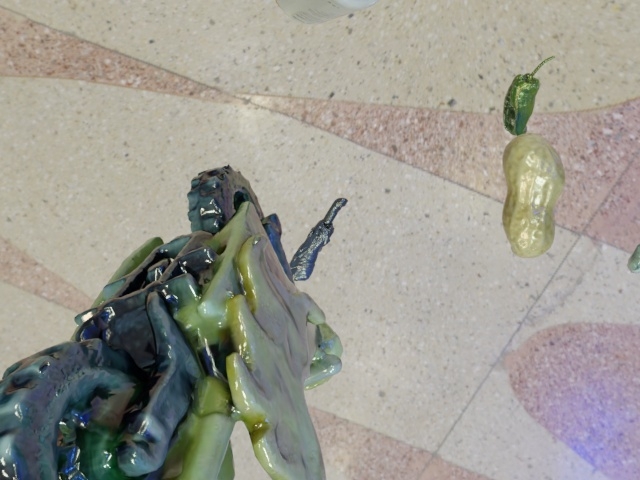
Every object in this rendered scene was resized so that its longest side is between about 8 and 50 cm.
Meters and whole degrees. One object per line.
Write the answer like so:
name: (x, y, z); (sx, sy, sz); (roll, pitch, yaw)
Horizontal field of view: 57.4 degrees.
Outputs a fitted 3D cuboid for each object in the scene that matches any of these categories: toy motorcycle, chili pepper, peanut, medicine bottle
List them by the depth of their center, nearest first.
toy motorcycle: (-0.083, 0.098, 0.454); (0.169, 0.410, 0.236); (-21, 110, 18)
medicine bottle: (0.004, -0.503, 1.117); (0.157, 0.289, 0.156); (-6, 104, -24)
peanut: (0.430, -0.089, 1.184); (0.124, 0.123, 0.256); (-1, 98, 14)
chili pepper: (0.463, -0.332, 1.349); (0.072, 0.073, 0.203); (38, 147, 32)

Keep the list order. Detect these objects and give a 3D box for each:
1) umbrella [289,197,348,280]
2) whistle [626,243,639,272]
umbrella: (-0.005, -0.004, 1.491); (0.071, 0.071, 0.248); (30, 94, -3)
whistle: (0.703, -0.018, 1.035); (0.348, 0.189, 0.189); (-9, 116, -5)
